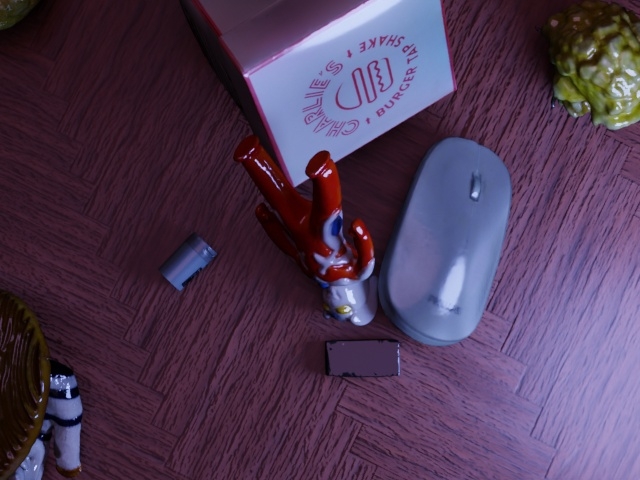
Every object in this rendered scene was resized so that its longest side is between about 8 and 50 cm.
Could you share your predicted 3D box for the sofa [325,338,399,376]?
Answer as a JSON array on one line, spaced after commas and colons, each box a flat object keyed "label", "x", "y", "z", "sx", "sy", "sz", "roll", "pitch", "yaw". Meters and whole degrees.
[{"label": "sofa", "x": 0.066, "y": 0.187, "z": 1.876, "sx": 0.118, "sy": 0.039, "sz": 0.060, "roll": -1, "pitch": 83, "yaw": -2}]

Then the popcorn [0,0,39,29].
[{"label": "popcorn", "x": -0.517, "y": -0.443, "z": 1.828, "sx": 0.242, "sy": 0.235, "sz": 0.250, "roll": -4, "pitch": 98, "yaw": 38}]

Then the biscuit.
[{"label": "biscuit", "x": -0.527, "y": 0.222, "z": 1.765, "sx": 0.318, "sy": 0.040, "sz": 0.318, "roll": -7, "pitch": 75, "yaw": 29}]

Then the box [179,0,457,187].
[{"label": "box", "x": -0.016, "y": -0.325, "z": 1.746, "sx": 0.312, "sy": 0.314, "sz": 0.300, "roll": -31, "pitch": 61, "yaw": -5}]

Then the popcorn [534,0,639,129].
[{"label": "popcorn", "x": 0.436, "y": -0.274, "z": 1.853, "sx": 0.169, "sy": 0.218, "sz": 0.189, "roll": -13, "pitch": 121, "yaw": 8}]

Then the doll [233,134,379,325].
[{"label": "doll", "x": 0.000, "y": 0.000, "z": 1.762, "sx": 0.188, "sy": 0.384, "sz": 0.099, "roll": 13, "pitch": 58, "yaw": 34}]

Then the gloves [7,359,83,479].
[{"label": "gloves", "x": -0.444, "y": 0.296, "z": 1.802, "sx": 0.131, "sy": 0.140, "sz": 0.218, "roll": 21, "pitch": 100, "yaw": 33}]

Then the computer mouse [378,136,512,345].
[{"label": "computer mouse", "x": 0.205, "y": 0.002, "z": 1.849, "sx": 0.197, "sy": 0.095, "sz": 0.331, "roll": 20, "pitch": 82, "yaw": -28}]

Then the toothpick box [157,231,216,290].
[{"label": "toothpick box", "x": -0.211, "y": 0.033, "z": 1.871, "sx": 0.052, "sy": 0.052, "sz": 0.083, "roll": 44, "pitch": 86, "yaw": 2}]
